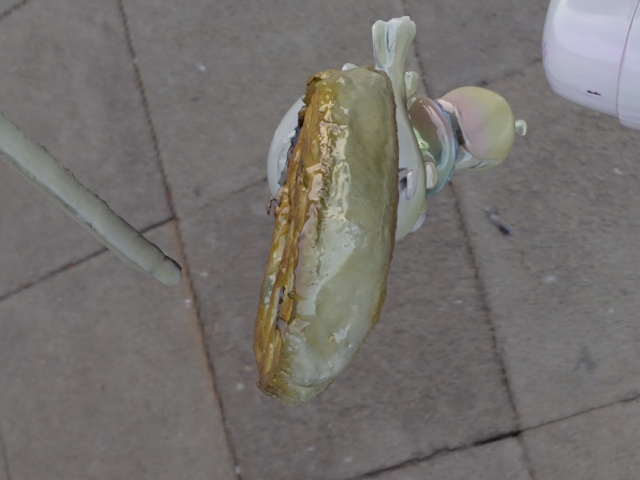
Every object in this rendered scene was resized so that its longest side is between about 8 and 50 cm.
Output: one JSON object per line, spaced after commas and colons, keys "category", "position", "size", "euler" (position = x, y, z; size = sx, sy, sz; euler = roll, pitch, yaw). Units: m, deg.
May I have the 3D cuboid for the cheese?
{"category": "cheese", "position": [-0.258, -0.062, 1.027], "size": [0.085, 0.400, 0.034], "euler": [26, 75, 36]}

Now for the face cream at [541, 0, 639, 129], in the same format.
{"category": "face cream", "position": [0.266, -0.066, 0.498], "size": [0.346, 0.102, 0.102], "euler": [17, 96, 25]}

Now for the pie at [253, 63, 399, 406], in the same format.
{"category": "pie", "position": [0.000, 0.000, 0.971], "size": [0.092, 0.315, 0.315], "euler": [12, 94, -10]}

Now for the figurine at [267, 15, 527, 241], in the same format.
{"category": "figurine", "position": [0.117, -0.140, 1.349], "size": [0.227, 0.394, 0.274], "euler": [23, 117, 42]}
